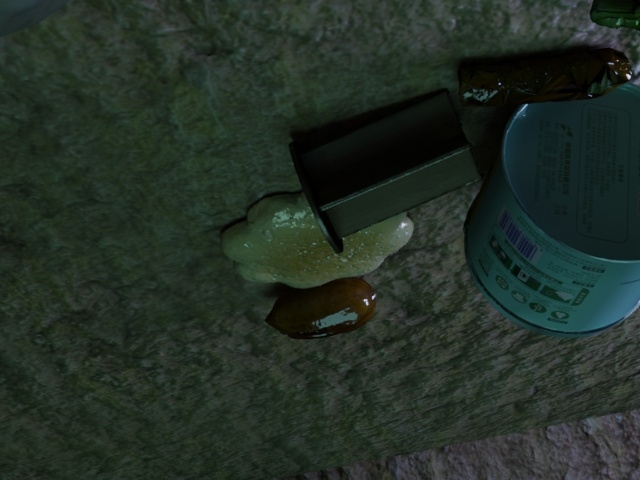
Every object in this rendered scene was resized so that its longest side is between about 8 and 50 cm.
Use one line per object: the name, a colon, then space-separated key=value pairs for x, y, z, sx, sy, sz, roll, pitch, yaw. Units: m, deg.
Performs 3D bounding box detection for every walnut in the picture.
walnut: x=0.000 y=0.121 z=1.976 sx=0.207 sy=0.115 sz=0.116 roll=-13 pitch=154 yaw=9

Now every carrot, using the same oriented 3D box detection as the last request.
carrot: x=0.286 y=-0.209 z=1.457 sx=0.229 sy=0.069 sz=0.069 roll=-6 pitch=154 yaw=-4

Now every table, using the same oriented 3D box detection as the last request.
table: x=0.094 y=-0.101 z=1.525 sx=0.227 sy=0.167 sz=0.167 roll=-23 pitch=152 yaw=7

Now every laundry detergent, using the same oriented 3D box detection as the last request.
laundry detergent: x=0.359 y=-0.029 z=1.584 sx=0.287 sy=0.287 sz=0.305 roll=-5 pitch=154 yaw=-8

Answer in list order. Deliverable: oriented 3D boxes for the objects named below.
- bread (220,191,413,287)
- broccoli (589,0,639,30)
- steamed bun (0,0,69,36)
bread: x=0.000 y=0.000 z=1.793 sx=0.316 sy=0.054 sz=0.316 roll=-7 pitch=152 yaw=-4
broccoli: x=0.405 y=-0.264 z=1.297 sx=0.194 sy=0.194 sz=0.220 roll=-24 pitch=174 yaw=28
steamed bun: x=-0.317 y=-0.287 z=0.892 sx=0.247 sy=0.236 sz=0.383 roll=-21 pitch=151 yaw=25
